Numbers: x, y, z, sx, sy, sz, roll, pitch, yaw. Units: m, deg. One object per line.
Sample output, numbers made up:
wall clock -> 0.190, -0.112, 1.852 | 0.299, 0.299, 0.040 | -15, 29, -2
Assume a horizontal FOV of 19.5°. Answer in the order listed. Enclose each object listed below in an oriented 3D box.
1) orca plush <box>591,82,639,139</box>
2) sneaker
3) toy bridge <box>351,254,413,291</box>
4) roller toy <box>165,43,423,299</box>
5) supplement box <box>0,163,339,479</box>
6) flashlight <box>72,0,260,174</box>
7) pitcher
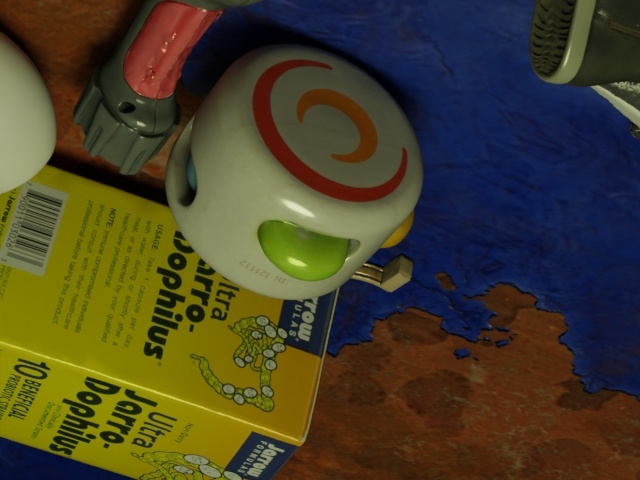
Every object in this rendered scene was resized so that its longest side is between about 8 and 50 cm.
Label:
orca plush -> 0.303, -0.124, 1.519 | 0.287, 0.102, 0.151 | 33, 180, -11
sneaker -> 0.235, -0.222, 1.386 | 0.118, 0.083, 0.222 | 2, 115, -25
toy bridge -> 0.000, 0.000, 1.737 | 0.188, 0.026, 0.063 | 32, 137, -24
roller toy -> -0.024, -0.055, 1.557 | 0.191, 0.209, 0.146 | 50, 135, 8
supplement box -> -0.189, 0.087, 1.725 | 0.356, 0.195, 0.194 | 19, 147, -10
flashlight -> -0.108, -0.169, 1.501 | 0.103, 0.103, 0.304 | 36, 133, -1
pitcher -> -0.334, -0.125, 1.568 | 0.178, 0.125, 0.207 | -32, 126, 2
